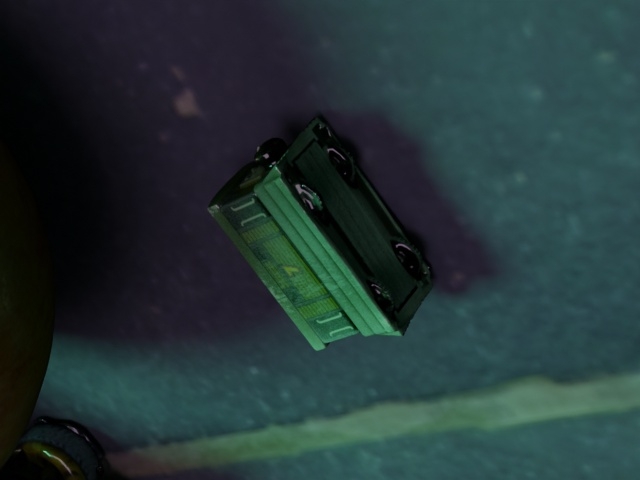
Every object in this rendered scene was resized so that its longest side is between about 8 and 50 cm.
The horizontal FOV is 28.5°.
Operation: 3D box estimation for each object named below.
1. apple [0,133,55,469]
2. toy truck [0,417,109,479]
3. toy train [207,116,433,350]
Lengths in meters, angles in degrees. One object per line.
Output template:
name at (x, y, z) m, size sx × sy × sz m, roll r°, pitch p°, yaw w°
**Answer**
apple at (-0.223, 0.018, 0.511) m, size 0.236 × 0.207 × 0.237 m, roll -9°, pitch 124°, yaw -14°
toy truck at (-0.251, 0.149, 0.668) m, size 0.272 × 0.124 × 0.157 m, roll 23°, pitch 130°, yaw 8°
toy train at (0.000, 0.000, 0.497) m, size 0.056 × 0.038 × 0.093 m, roll -20°, pitch 114°, yaw 42°
